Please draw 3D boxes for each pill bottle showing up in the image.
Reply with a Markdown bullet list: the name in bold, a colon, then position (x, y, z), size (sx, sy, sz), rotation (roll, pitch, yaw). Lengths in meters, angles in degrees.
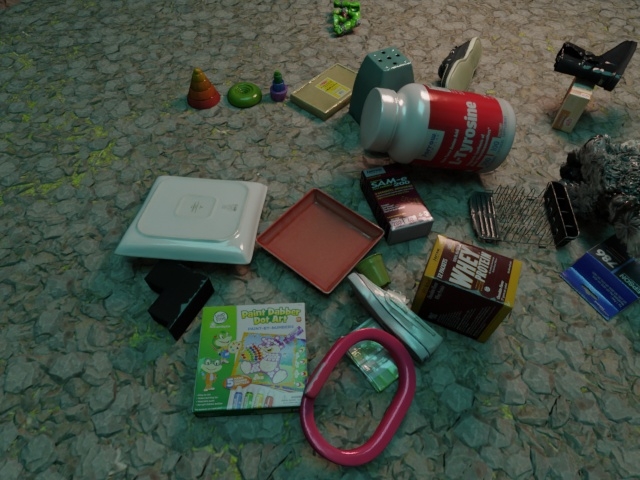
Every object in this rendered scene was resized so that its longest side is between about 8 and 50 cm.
- **pill bottle**: position (0.336, -0.332, 1.278), size (0.408, 0.229, 0.229), rotation (4, 54, -14)

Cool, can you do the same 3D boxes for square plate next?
- **square plate**: position (-0.339, -0.079, 1.195), size (0.344, 0.049, 0.347), rotation (4, 42, 0)

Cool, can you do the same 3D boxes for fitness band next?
- **fitness band**: position (0.082, 0.327, 0.926), size (0.209, 0.054, 0.291), rotation (40, 64, 0)

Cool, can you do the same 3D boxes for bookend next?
- **bookend**: position (-0.376, 0.138, 1.070), size (0.156, 0.072, 0.157), rotation (22, 58, 15)

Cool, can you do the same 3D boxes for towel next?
- **towel**: position (0.129, 0.265, 1.021), size (0.113, 0.023, 0.152), rotation (-32, 61, -20)

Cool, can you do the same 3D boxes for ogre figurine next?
- **ogre figurine**: position (0.114, -0.959, 1.845), size (0.118, 0.097, 0.197), rotation (-4, 43, 10)

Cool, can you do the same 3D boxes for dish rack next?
- **dish rack**: position (0.573, -0.080, 1.245), size (0.271, 0.074, 0.208), rotation (5, 54, 2)

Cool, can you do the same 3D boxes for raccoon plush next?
- **raccoon plush**: position (0.881, -0.113, 1.208), size (0.299, 0.216, 0.446), rotation (0, 58, -7)

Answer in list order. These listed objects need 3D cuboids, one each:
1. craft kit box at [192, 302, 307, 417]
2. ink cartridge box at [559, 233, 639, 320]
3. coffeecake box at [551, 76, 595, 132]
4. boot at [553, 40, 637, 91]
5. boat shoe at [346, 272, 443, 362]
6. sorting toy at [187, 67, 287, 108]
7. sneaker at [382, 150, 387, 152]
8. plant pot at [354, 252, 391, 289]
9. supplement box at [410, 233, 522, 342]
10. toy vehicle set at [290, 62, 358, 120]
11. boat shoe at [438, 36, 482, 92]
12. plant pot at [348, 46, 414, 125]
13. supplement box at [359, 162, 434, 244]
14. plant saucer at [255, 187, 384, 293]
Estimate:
- **craft kit box**: position (-0.153, 0.268, 0.996), size (0.250, 0.061, 0.246), rotation (-3, 52, -3)
- **ink cartridge box**: position (0.824, 0.064, 1.157), size (0.333, 0.065, 0.165), rotation (-27, 60, -18)
- **coffeecake box**: position (0.883, -0.488, 1.498), size (0.068, 0.142, 0.185), rotation (25, 58, 17)
- **boot**: position (0.910, -0.617, 1.442), size (0.207, 0.094, 0.246), rotation (31, 66, 15)
- **boat shoe**: position (0.177, 0.165, 1.040), size (0.088, 0.096, 0.267), rotation (-40, 65, -11)
- **sorting toy**: position (-0.301, -0.558, 1.533), size (0.365, 0.126, 0.127), rotation (-4, 55, -3)
- **sneaker**: position (0.268, -0.359, 1.424), size (0.235, 0.095, 0.090), rotation (-16, 58, -11)
- **plant pot**: position (0.142, 0.087, 1.120), size (0.083, 0.083, 0.079), rotation (-22, 70, -16)
- **supplement box**: position (0.337, 0.116, 1.028), size (0.194, 0.191, 0.129), rotation (20, 57, 13)
- **toy vehicle set**: position (0.040, -0.551, 1.589), size (0.166, 0.035, 0.267), rotation (36, 62, 22)
- **boat shoe**: position (0.501, -0.642, 1.622), size (0.113, 0.127, 0.340), rotation (7, 57, 40)
- **plant pot**: position (0.209, -0.499, 1.435), size (0.166, 0.234, 0.165), rotation (-23, 58, -16)
- **supplement box**: position (0.216, -0.112, 1.260), size (0.130, 0.073, 0.239), rotation (-14, 55, -11)
- **plant saucer**: position (0.000, 0.000, 1.192), size (0.259, 0.048, 0.258), rotation (34, 61, 22)
